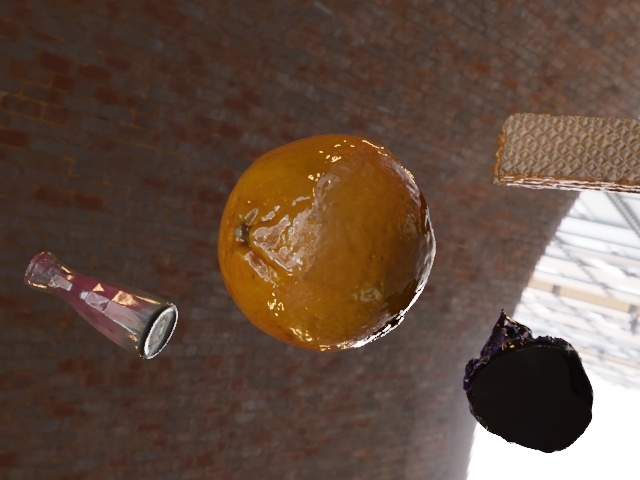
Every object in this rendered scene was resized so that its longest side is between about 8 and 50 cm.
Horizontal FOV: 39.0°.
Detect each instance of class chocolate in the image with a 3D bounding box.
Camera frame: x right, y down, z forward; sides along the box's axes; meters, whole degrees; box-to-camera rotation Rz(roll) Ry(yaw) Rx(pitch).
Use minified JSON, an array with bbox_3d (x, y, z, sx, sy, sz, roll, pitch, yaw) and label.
[{"bbox_3d":[0.219,0.162,1.065,0.343,0.126,0.148,11,-105,-87],"label":"chocolate"}]

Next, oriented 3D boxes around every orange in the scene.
[{"bbox_3d":[0.003,0.000,0.887,0.193,0.219,0.219,28,-101,-62],"label":"orange"}]

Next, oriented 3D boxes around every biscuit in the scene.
[{"bbox_3d":[0.392,-0.105,1.125,0.054,0.379,0.094,32,-111,-56],"label":"biscuit"}]

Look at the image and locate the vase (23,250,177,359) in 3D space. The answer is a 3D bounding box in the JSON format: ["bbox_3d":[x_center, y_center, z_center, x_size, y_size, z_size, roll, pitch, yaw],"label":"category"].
[{"bbox_3d":[-0.309,0.082,1.252,0.086,0.214,0.086,-56,-18,-29],"label":"vase"}]
